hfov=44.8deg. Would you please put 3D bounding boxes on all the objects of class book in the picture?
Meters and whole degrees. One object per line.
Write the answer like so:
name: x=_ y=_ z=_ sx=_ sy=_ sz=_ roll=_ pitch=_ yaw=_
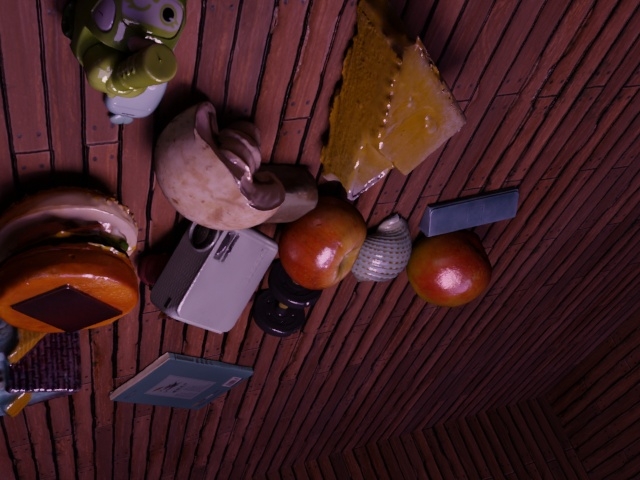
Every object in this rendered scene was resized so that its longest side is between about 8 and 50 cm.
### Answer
book: x=-0.416 y=0.437 z=2.366 sx=0.264 sy=0.031 sz=0.379 roll=-36 pitch=148 yaw=21

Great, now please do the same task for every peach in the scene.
peach: x=0.351 y=0.072 z=2.108 sx=0.231 sy=0.230 sz=0.231 roll=-17 pitch=150 yaw=-10

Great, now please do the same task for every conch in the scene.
conch: x=0.164 y=0.036 z=2.006 sx=0.172 sy=0.131 sz=0.200 roll=12 pitch=137 yaw=-44

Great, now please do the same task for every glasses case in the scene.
glasses case: x=0.400 y=-0.072 z=2.066 sx=0.266 sy=0.056 sz=0.105 roll=-13 pitch=150 yaw=-17

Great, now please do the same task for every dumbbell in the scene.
dumbbell: x=-0.086 y=0.148 z=2.006 sx=0.143 sy=0.143 sz=0.325 roll=-5 pitch=146 yaw=-28

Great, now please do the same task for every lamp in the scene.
lamp: x=-0.359 y=0.072 z=1.749 sx=0.108 sy=0.092 sz=0.107 roll=15 pitch=169 yaw=3

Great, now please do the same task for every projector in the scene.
projector: x=-0.234 y=0.065 z=1.716 sx=0.250 sy=0.108 sz=0.198 roll=-59 pitch=145 yaw=1

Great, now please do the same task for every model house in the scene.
model house: x=-0.601 y=0.207 z=1.581 sx=0.249 sy=0.280 sz=0.230 roll=-8 pitch=160 yaw=-11

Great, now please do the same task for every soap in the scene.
soap: x=0.077 y=-0.250 z=1.450 sx=0.304 sy=0.169 sz=0.339 roll=-39 pitch=147 yaw=8

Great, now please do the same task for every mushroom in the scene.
mushroom: x=-0.202 y=-0.130 z=1.445 sx=0.189 sy=0.195 sz=0.253 roll=-25 pitch=119 yaw=26

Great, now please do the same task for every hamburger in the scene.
hamburger: x=-0.478 y=0.035 z=1.477 sx=0.291 sy=0.225 sz=0.291 roll=-11 pitch=150 yaw=-6

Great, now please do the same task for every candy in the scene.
candy: x=-0.118 y=-0.097 z=1.629 sx=0.234 sy=0.102 sz=0.104 roll=1 pitch=142 yaw=-33

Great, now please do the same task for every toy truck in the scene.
toy truck: x=-0.280 y=-0.288 z=1.128 sx=0.148 sy=0.210 sz=0.187 roll=10 pitch=155 yaw=-43

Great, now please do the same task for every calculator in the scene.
calculator: x=-0.315 y=-0.251 z=1.326 sx=0.095 sy=0.021 sz=0.153 roll=5 pitch=137 yaw=-39

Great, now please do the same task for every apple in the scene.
apple: x=0.000 y=0.000 z=1.786 sx=0.210 sy=0.173 sz=0.234 roll=-28 pitch=151 yaw=-55

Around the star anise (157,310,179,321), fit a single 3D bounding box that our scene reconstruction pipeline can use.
star anise: x=-0.331 y=0.155 z=1.944 sx=0.168 sy=0.057 sz=0.167 roll=-9 pitch=144 yaw=-7
